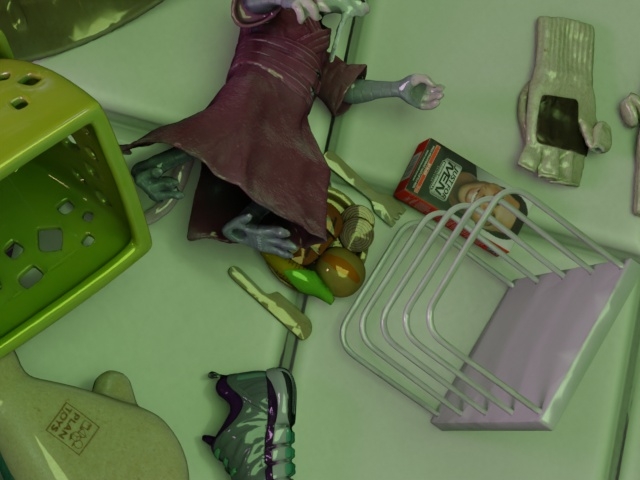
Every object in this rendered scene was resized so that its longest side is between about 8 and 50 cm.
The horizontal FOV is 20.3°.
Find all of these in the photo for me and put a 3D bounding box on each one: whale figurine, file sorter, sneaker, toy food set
[{"bbox_3d":[-0.264,0.217,1.785,0.272,0.141,0.216,40,53,-10],"label":"whale figurine"},{"bbox_3d":[0.162,0.071,1.859,0.173,0.277,0.193,36,74,-12],"label":"file sorter"},{"bbox_3d":[-0.076,0.246,1.888,0.098,0.083,0.224,0,77,4],"label":"sneaker"},{"bbox_3d":[0.000,0.000,1.951,0.132,0.038,0.192,40,74,-8],"label":"toy food set"}]

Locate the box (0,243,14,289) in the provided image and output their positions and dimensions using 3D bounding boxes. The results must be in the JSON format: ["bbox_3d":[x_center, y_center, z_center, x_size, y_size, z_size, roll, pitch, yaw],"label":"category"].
[{"bbox_3d":[-0.372,-0.010,1.849,0.116,0.029,0.162,15,78,-14],"label":"box"}]

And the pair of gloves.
[{"bbox_3d":[0.345,-0.142,2.071,0.240,0.042,0.204,16,78,-14],"label":"pair of gloves"}]

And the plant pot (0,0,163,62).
[{"bbox_3d":[-0.293,-0.391,1.799,0.334,0.334,0.305,-25,78,-18],"label":"plant pot"}]

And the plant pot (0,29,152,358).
[{"bbox_3d":[-0.326,-0.053,1.721,0.227,0.228,0.207,-36,55,-17],"label":"plant pot"}]

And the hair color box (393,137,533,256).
[{"bbox_3d":[0.161,-0.048,2.002,0.141,0.043,0.072,30,74,-11],"label":"hair color box"}]

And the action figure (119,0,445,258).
[{"bbox_3d":[-0.052,-0.155,1.916,0.248,0.275,0.370,47,50,-38],"label":"action figure"}]
